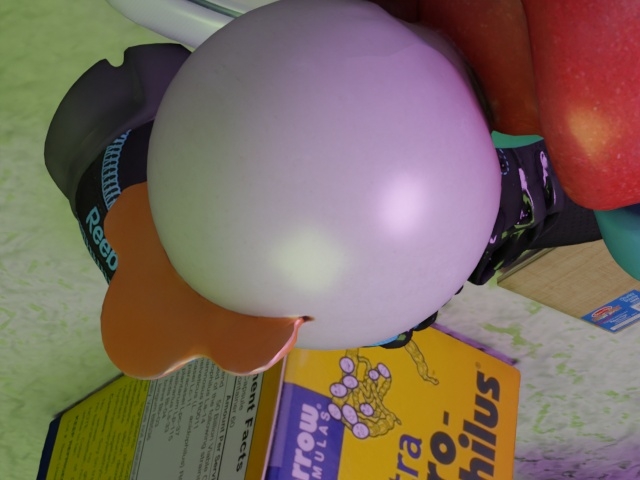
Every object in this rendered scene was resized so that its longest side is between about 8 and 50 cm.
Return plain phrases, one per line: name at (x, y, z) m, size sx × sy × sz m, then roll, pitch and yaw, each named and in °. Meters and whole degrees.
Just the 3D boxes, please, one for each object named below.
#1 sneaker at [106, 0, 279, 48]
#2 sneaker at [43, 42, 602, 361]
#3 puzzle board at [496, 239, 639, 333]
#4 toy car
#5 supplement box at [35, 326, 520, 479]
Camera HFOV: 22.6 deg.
sneaker at (0.030, -0.132, 0.710) m, size 0.258 × 0.094 × 0.091 m, roll 5°, pitch 130°, yaw -2°
sneaker at (0.041, -0.006, 0.771) m, size 0.341 × 0.140 × 0.125 m, roll -3°, pitch 141°, yaw -29°
puzzle board at (0.183, 0.016, 0.971) m, size 0.096 × 0.011 × 0.128 m, roll 22°, pitch 147°, yaw -24°
toy car at (0.012, -0.051, 0.531) m, size 0.238 × 0.210 × 0.219 m, roll -37°, pitch 137°, yaw -10°
supplement box at (-0.050, 0.195, 1.137) m, size 0.195 × 0.194 × 0.356 m, roll 26°, pitch 145°, yaw -26°
